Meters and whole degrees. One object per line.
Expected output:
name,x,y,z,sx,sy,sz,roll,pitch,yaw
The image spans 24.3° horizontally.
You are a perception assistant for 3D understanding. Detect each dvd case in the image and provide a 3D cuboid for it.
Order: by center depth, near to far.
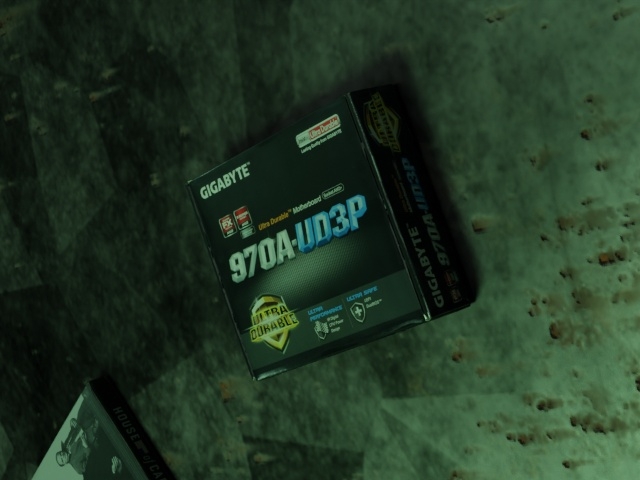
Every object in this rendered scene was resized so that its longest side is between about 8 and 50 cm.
dvd case,-0.218,0.274,1.473,0.179,0.029,0.239,54,135,21

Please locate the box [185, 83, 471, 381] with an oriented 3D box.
box,0.000,0.000,1.141,0.220,0.051,0.175,-23,84,48
